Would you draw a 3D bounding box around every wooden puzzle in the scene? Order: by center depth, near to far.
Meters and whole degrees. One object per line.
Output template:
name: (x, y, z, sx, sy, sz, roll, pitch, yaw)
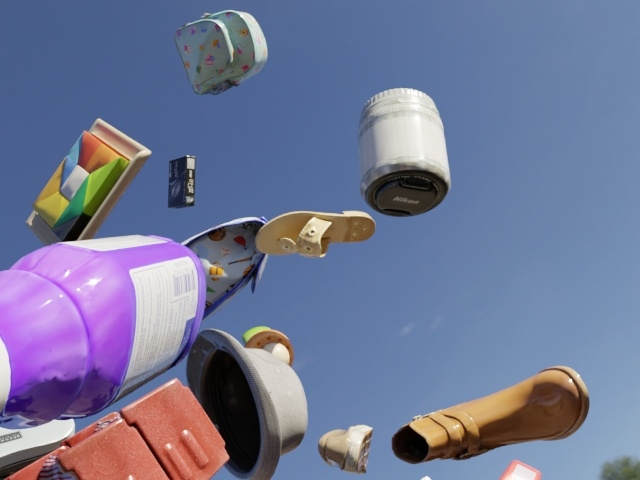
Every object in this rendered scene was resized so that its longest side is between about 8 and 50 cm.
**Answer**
wooden puzzle: (-0.385, -0.085, 1.064, 0.044, 0.239, 0.220, 36, -93, -41)

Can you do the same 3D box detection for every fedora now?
fedora: (-0.116, 0.277, 1.158, 0.124, 0.275, 0.243, -7, -46, -38)

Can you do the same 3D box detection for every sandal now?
sandal: (0.000, -0.006, 1.269, 0.240, 0.079, 0.088, -8, -62, -15)

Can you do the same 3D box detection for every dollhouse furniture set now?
dollhouse furniture set: (-0.151, 0.355, 0.720, 0.152, 0.374, 0.201, -33, -2, -45)

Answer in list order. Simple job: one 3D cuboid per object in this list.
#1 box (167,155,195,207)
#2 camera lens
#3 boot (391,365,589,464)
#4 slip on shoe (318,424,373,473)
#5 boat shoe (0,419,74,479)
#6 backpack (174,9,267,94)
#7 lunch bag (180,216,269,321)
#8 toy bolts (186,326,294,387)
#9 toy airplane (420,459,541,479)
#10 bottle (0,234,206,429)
box: (-0.235, -0.098, 1.122, 0.018, 0.067, 0.083, 3, -93, -38)
camera lens: (0.205, -0.213, 1.663, 0.220, 0.274, 0.219, 0, -30, 0)
boot: (0.255, 0.279, 1.036, 0.220, 0.108, 0.283, -4, -19, -26)
slip on shoe: (0.028, 0.215, 0.683, 0.135, 0.041, 0.051, 51, -132, -74)
boat shoe: (-0.598, 0.393, 1.181, 0.306, 0.113, 0.104, -11, -54, -40)
backpack: (-0.221, -0.427, 1.489, 0.189, 0.165, 0.144, -18, 4, 14)
lunch bag: (-0.294, 0.074, 1.930, 0.385, 0.239, 0.328, -39, 4, -3)
toy bolts: (-0.135, 0.307, 1.304, 0.218, 0.228, 0.158, -20, 4, -15)
toy airplane: (0.320, 0.640, 1.312, 0.387, 0.384, 0.272, -11, -41, -5)
bottle: (-0.166, 0.060, 0.454, 0.283, 0.092, 0.118, -21, -58, -79)
